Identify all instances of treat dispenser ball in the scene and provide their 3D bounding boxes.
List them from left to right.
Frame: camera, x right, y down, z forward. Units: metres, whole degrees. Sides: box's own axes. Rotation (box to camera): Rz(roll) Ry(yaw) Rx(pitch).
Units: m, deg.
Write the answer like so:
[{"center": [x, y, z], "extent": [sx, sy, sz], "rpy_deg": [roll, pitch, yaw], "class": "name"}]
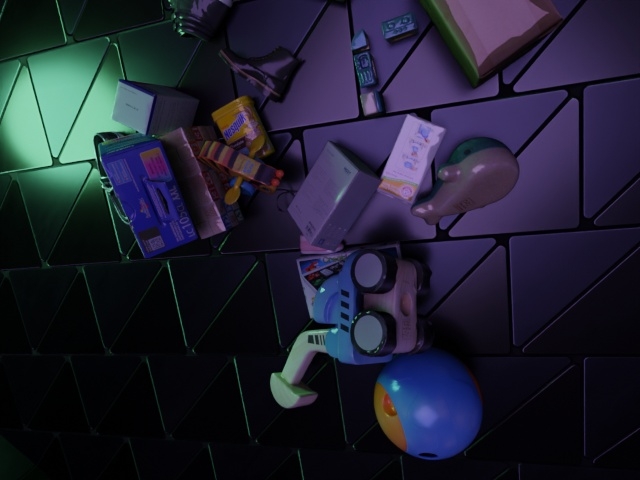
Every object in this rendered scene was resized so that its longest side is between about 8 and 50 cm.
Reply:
[{"center": [0.289, 0.434, 1.169], "extent": [0.288, 0.288, 0.288], "rpy_deg": [4, 105, 14], "class": "treat dispenser ball"}]

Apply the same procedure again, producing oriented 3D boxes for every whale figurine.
[{"center": [0.350, -0.148, 1.082], "extent": [0.272, 0.216, 0.141], "rpy_deg": [-37, 48, 32], "class": "whale figurine"}]

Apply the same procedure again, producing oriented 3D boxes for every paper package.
[{"center": [0.317, -0.512, 0.901], "extent": [0.168, 0.309, 0.325], "rpy_deg": [-33, 93, 23], "class": "paper package"}]

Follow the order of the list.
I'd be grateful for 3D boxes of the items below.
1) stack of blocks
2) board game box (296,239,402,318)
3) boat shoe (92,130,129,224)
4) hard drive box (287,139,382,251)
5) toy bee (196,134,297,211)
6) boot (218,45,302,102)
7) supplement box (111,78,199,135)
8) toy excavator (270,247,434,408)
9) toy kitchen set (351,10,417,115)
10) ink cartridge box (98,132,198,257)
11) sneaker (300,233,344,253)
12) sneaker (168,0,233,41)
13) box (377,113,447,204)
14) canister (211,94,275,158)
[{"center": [-0.326, -0.172, 1.238], "extent": [0.087, 0.171, 0.297], "rpy_deg": [-18, 100, 19], "class": "stack of blocks"}, {"center": [0.097, 0.118, 1.262], "extent": [0.305, 0.053, 0.193], "rpy_deg": [-9, 103, 17], "class": "board game box"}, {"center": [-0.642, -0.190, 1.353], "extent": [0.108, 0.102, 0.301], "rpy_deg": [-3, 103, 16], "class": "boat shoe"}, {"center": [0.029, -0.119, 1.148], "extent": [0.232, 0.089, 0.181], "rpy_deg": [-57, 41, 21], "class": "hard drive box"}, {"center": [-0.166, -0.185, 1.138], "extent": [0.298, 0.162, 0.195], "rpy_deg": [5, 87, -28], "class": "toy bee"}, {"center": [-0.161, -0.491, 1.169], "extent": [0.198, 0.077, 0.137], "rpy_deg": [35, 106, -10], "class": "boot"}, {"center": [-0.451, -0.365, 1.194], "extent": [0.111, 0.220, 0.114], "rpy_deg": [26, 111, 8], "class": "supplement box"}, {"center": [0.055, 0.246, 1.160], "extent": [0.445, 0.222, 0.433], "rpy_deg": [-7, 77, 43], "class": "toy excavator"}, {"center": [0.171, -0.430, 1.061], "extent": [0.166, 0.122, 0.207], "rpy_deg": [-12, 101, 18], "class": "toy kitchen set"}, {"center": [-0.461, -0.130, 1.145], "extent": [0.151, 0.395, 0.270], "rpy_deg": [-23, 116, -18], "class": "ink cartridge box"}, {"center": [0.000, 0.000, 1.258], "extent": [0.134, 0.051, 0.070], "rpy_deg": [-3, 109, 20], "class": "sneaker"}, {"center": [-0.396, -0.646, 1.165], "extent": [0.295, 0.104, 0.147], "rpy_deg": [28, 105, 2], "class": "sneaker"}, {"center": [0.232, -0.210, 1.107], "extent": [0.103, 0.114, 0.203], "rpy_deg": [24, 110, 6], "class": "box"}, {"center": [-0.216, -0.305, 1.226], "extent": [0.126, 0.073, 0.170], "rpy_deg": [-23, 99, 20], "class": "canister"}]
